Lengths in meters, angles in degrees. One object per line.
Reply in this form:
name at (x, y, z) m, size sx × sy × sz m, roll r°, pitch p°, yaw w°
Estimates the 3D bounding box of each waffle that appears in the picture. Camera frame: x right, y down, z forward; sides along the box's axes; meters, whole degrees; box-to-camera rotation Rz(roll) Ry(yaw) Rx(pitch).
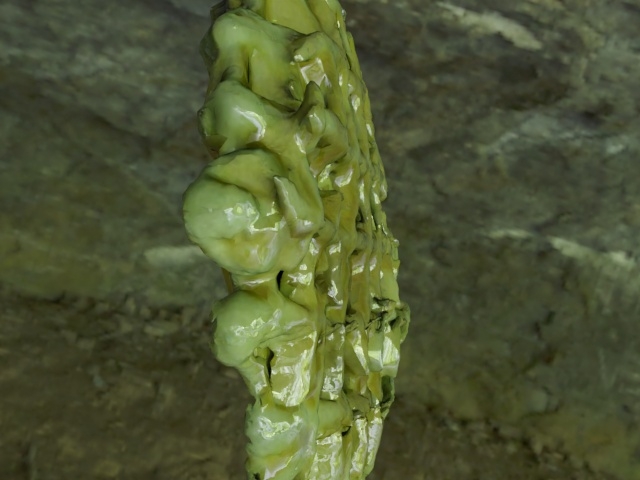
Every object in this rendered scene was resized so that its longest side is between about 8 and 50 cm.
waffle at (0.000, 0.000, 0.570) m, size 0.073 × 0.297 × 0.317 m, roll -8°, pitch 36°, yaw 12°
